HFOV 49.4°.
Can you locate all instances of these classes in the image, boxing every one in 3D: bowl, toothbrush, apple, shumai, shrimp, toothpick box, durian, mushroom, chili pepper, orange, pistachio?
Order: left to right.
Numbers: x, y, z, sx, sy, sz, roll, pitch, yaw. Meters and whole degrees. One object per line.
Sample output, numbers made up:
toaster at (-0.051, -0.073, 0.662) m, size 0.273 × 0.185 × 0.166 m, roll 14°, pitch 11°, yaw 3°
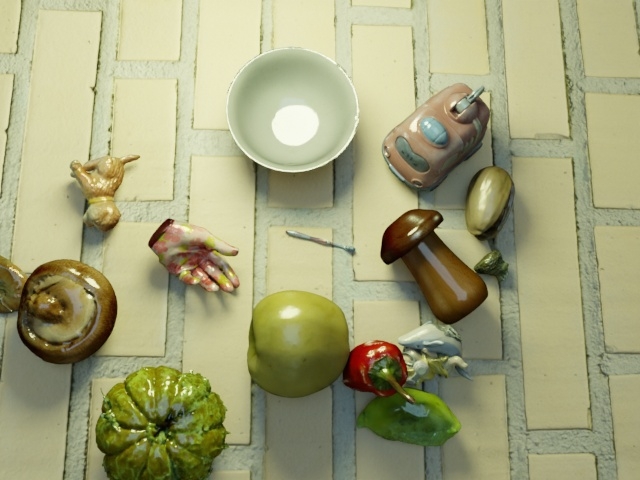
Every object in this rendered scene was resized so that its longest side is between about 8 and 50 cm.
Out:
shrimp at (-0.835, 0.093, 1.749) m, size 0.236 × 0.053 × 0.133 m, roll 37°, pitch 97°, yaw 1°
mushroom at (-0.615, 0.171, 1.686) m, size 0.253 × 0.153 × 0.253 m, roll 0°, pitch 86°, yaw -1°
orange at (-0.364, 0.430, 1.616) m, size 0.301 × 0.223 × 0.300 m, roll -17°, pitch 90°, yaw -11°
bowl at (-0.075, -0.320, 1.836) m, size 0.345 × 0.157 × 0.346 m, roll 1°, pitch 77°, yaw -4°
apple at (-0.060, 0.245, 1.673) m, size 0.262 × 0.262 × 0.263 m, roll 1°, pitch 77°, yaw -4°
toothbrush at (0.000, 0.000, 1.842) m, size 0.193 × 0.019 × 0.013 m, roll 15°, pitch 77°, yaw 1°
chili pepper at (0.135, 0.295, 1.622) m, size 0.134 × 0.338 × 0.131 m, roll 15°, pitch 79°, yaw -4°
durian at (0.222, 0.434, 1.718) m, size 0.250 × 0.101 × 0.139 m, roll 15°, pitch 77°, yaw -1°
toothpick box at (0.284, 0.060, 1.771) m, size 0.192 × 0.192 × 0.294 m, roll -37°, pitch 89°, yaw -11°
pistachio at (0.444, -0.103, 1.850) m, size 0.129 × 0.131 × 0.206 m, roll 28°, pitch 77°, yaw -43°
shumai at (0.459, 0.075, 1.835) m, size 0.083 × 0.082 × 0.080 m, roll -42°, pitch 84°, yaw 12°

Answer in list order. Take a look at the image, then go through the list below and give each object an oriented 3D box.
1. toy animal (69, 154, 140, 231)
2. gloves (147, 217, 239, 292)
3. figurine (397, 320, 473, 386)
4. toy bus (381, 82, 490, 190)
toy animal at (-0.534, -0.124, 1.790) m, size 0.183 × 0.104 × 0.185 m, roll -16°, pitch 75°, yaw -15°
gloves at (-0.308, 0.046, 1.763) m, size 0.241 × 0.126 × 0.145 m, roll 41°, pitch 70°, yaw -24°
figurine at (0.283, 0.292, 1.741) m, size 0.208 × 0.128 × 0.184 m, roll 31°, pitch 102°, yaw -11°
toy bus at (0.311, -0.283, 1.820) m, size 0.294 × 0.232 × 0.197 m, roll -40°, pitch 83°, yaw -12°
